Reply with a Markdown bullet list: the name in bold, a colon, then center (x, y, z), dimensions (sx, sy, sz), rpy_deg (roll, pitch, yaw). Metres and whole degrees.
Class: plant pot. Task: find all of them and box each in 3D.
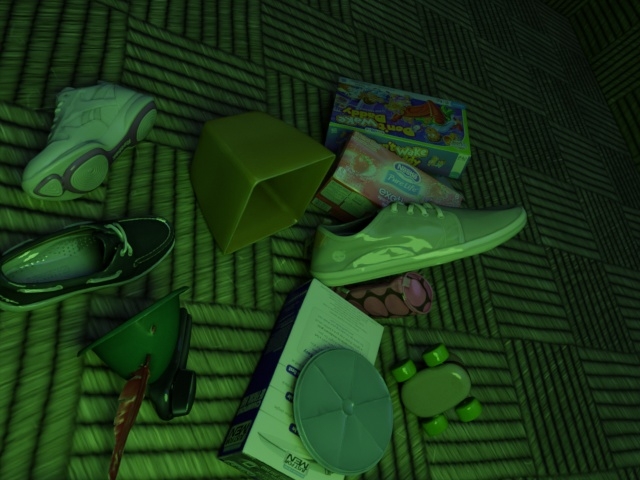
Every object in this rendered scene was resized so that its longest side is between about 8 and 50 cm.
- **plant pot**: center (-0.137, -0.133, 0.979), dimensions (0.212, 0.212, 0.187), rpy_deg (-28, 69, -42)

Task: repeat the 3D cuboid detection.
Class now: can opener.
- **can opener**: center (-0.233, 0.199, 0.809), dimensions (0.073, 0.059, 0.186), rpy_deg (0, 51, -5)

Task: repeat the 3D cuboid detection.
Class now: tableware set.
- **tableware set**: center (0.198, 0.071, 1.204), dimensions (0.154, 0.024, 0.104), rpy_deg (-27, 81, -41)

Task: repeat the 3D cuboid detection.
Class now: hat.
- **hat**: center (-0.240, 0.198, 0.742), dimensions (0.183, 0.208, 0.173), rpy_deg (58, 5, -2)

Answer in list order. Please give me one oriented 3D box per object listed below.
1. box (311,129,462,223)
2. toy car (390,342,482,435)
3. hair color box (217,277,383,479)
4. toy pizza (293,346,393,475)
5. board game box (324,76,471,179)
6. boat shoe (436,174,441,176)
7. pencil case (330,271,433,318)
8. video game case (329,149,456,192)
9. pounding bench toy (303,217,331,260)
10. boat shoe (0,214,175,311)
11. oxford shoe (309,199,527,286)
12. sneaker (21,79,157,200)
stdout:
- **box**: center (0.150, -0.096, 1.144), dimensions (0.300, 0.154, 0.142), rpy_deg (29, 65, -9)
- **toy car**: center (0.255, 0.294, 1.073), dimensions (0.155, 0.149, 0.188), rpy_deg (59, 19, 4)
- **hair color box**: center (-0.020, 0.259, 0.886), dimensions (0.185, 0.110, 0.339), rpy_deg (36, 47, -15)
- **toy pizza**: center (0.037, 0.279, 0.823), dimensions (0.201, 0.032, 0.201), rpy_deg (17, 58, -29)
- **board game box**: center (0.198, -0.293, 1.273), dimensions (0.347, 0.078, 0.233), rpy_deg (12, 47, -2)
- **boat shoe**: center (0.326, -0.289, 1.416), dimensions (0.109, 0.089, 0.258), rpy_deg (28, 39, -30)
- **pencil case**: center (0.118, 0.113, 0.998), dimensions (0.098, 0.209, 0.095), rpy_deg (51, 49, -21)
- **video game case**: center (0.202, -0.176, 1.343), dimensions (0.300, 0.036, 0.329), rpy_deg (51, 48, 1)
- **pounding bench toy**: center (0.000, 0.000, 1.077), dimensions (0.052, 0.065, 0.083), rpy_deg (20, 56, -25)
- **boat shoe**: center (-0.358, 0.023, 0.795), dimensions (0.302, 0.091, 0.114), rpy_deg (-32, 85, -42)
- **oxford shoe**: center (0.190, -0.022, 0.980), dimensions (0.449, 0.169, 0.130), rpy_deg (-13, 99, -3)
- **sneaker**: center (-0.426, -0.182, 0.875), dimensions (0.152, 0.114, 0.305), rpy_deg (28, 46, -1)
